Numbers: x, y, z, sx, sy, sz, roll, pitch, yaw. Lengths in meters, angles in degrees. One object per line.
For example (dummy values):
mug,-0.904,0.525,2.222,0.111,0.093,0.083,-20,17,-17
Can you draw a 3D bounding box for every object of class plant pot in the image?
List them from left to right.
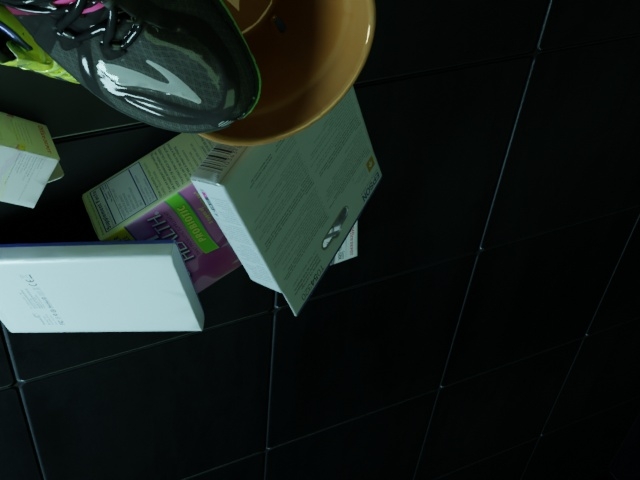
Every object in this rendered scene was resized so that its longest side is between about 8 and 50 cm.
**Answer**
plant pot,-0.103,-0.297,1.036,0.291,0.203,0.290,-18,136,-19

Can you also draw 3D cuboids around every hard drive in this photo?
hard drive,-0.357,0.075,1.226,0.319,0.040,0.210,-1,143,6

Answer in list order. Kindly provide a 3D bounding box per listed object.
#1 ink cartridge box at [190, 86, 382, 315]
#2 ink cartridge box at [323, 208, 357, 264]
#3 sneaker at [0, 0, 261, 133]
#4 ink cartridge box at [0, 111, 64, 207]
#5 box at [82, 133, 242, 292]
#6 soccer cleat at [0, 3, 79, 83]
ink cartridge box,-0.034,-0.101,1.254,0.324,0.072,0.330,-58,147,-27
ink cartridge box,0.000,0.000,1.501,0.135,0.056,0.099,-19,136,-16
sneaker,-0.249,-0.252,0.748,0.185,0.202,0.483,-41,122,14
ink cartridge box,-0.430,-0.113,1.082,0.143,0.092,0.090,15,120,-41
box,-0.210,-0.039,1.279,0.243,0.117,0.213,-32,139,-2
soccer cleat,-0.355,-0.237,0.989,0.289,0.121,0.093,11,123,-39
